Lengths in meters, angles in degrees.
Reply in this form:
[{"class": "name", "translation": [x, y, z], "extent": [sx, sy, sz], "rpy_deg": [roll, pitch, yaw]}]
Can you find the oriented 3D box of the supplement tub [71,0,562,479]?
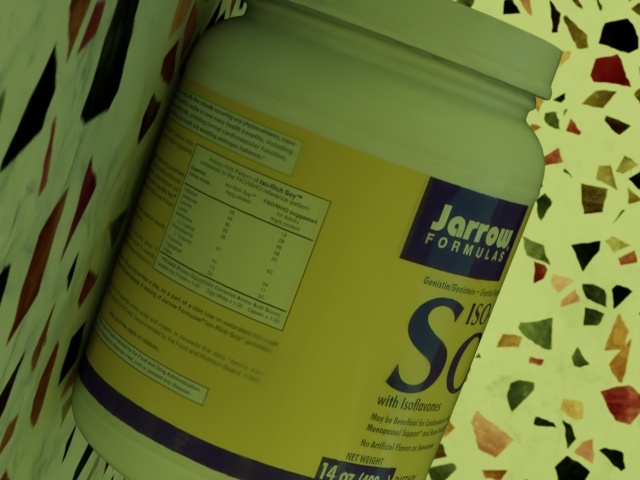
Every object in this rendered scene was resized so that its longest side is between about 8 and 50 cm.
[{"class": "supplement tub", "translation": [0.000, 0.000, 0.881], "extent": [0.241, 0.241, 0.331], "rpy_deg": [-61, 172, -82]}]
